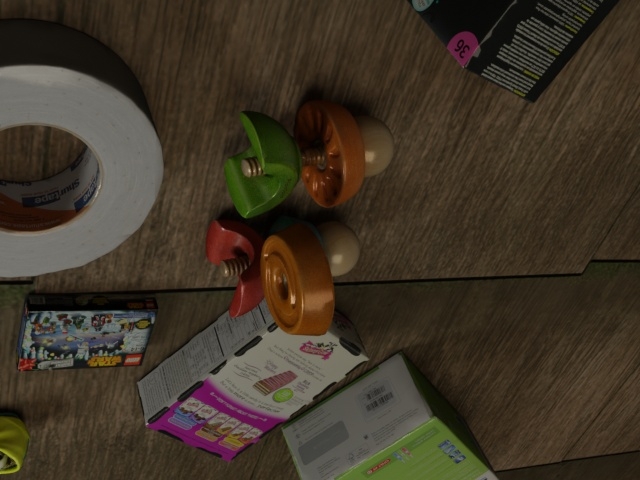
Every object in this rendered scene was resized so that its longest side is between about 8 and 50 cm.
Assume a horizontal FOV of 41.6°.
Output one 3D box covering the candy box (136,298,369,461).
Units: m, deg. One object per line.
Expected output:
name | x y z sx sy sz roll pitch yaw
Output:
candy box | -0.081 0.157 1.017 0.233 0.071 0.159 -37 136 12

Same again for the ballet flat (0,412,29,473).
ballet flat | -0.438 0.241 0.920 0.230 0.077 0.077 -5 134 -22

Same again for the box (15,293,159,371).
box | -0.252 0.099 0.908 0.137 0.027 0.094 1 132 -27

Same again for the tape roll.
tape roll | -0.247 -0.071 0.711 0.219 0.072 0.219 -14 135 -14

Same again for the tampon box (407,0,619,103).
tampon box | 0.177 -0.227 0.728 0.101 0.120 0.161 16 123 -37

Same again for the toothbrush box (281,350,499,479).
toothbrush box | 0.108 0.314 1.227 0.206 0.122 0.283 -34 136 8

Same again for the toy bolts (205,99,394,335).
toy bolts | 0.000 0.000 0.826 0.158 0.218 0.228 -10 154 -26
